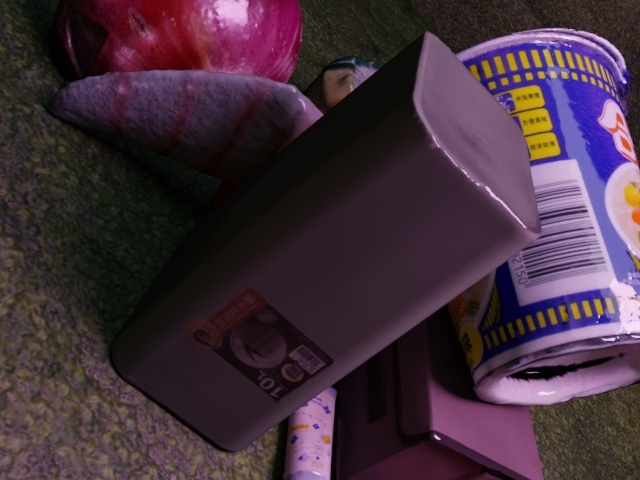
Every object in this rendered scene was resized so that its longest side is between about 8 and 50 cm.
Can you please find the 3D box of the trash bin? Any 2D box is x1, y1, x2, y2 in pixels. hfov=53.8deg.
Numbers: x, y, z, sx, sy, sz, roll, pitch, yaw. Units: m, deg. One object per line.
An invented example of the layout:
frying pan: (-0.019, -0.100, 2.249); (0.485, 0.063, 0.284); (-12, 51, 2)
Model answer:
trash bin: (0.000, 0.000, 0.551); (0.158, 0.343, 0.223); (41, 33, -14)

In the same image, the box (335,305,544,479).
box: (0.127, 0.171, 0.727); (0.188, 0.153, 0.252); (32, 36, -26)

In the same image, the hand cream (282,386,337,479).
hand cream: (-0.011, 0.199, 0.620); (0.065, 0.043, 0.170); (35, 32, -20)

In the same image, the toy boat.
toy boat: (-0.133, -0.119, 0.667); (0.282, 0.206, 0.096); (21, 51, -19)

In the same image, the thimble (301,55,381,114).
thimble: (0.079, -0.130, 0.966); (0.288, 0.167, 0.254); (44, 33, -11)

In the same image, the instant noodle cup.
instant noodle cup: (0.226, -0.007, 0.658); (0.284, 0.284, 0.312); (22, 50, -41)

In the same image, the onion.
onion: (-0.151, -0.254, 0.733); (0.272, 0.230, 0.256); (55, 30, -10)
